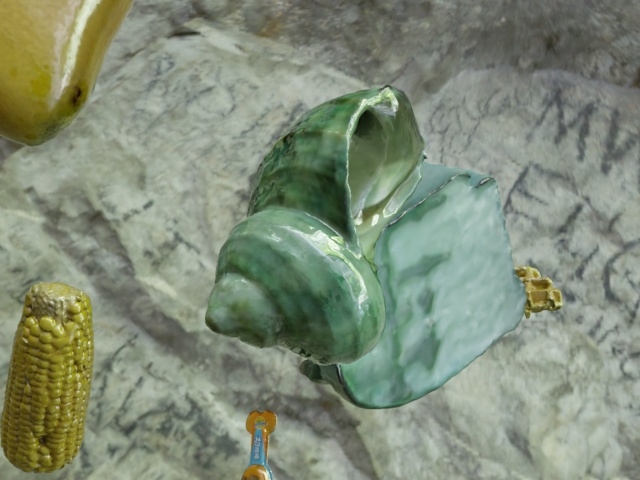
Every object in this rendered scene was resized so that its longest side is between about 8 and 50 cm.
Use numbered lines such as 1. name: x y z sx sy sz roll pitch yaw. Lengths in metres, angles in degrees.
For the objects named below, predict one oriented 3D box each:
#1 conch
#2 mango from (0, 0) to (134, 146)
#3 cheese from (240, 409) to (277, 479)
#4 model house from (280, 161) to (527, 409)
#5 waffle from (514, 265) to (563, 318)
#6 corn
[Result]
1. conch: -0.002 -0.003 0.627 0.122 0.188 0.176 16 -36 2
2. mango: -0.289 -0.252 0.893 0.211 0.173 0.317 13 -109 -21
3. cheese: -0.057 0.208 0.810 0.047 0.017 0.111 -10 -113 34
4. model house: 0.029 0.018 1.123 0.329 0.295 0.251 28 -35 45
5. waffle: 0.227 0.084 1.272 0.192 0.160 0.046 -25 -56 -14
6. corn: -0.299 0.160 0.997 0.097 0.097 0.261 19 -60 7
